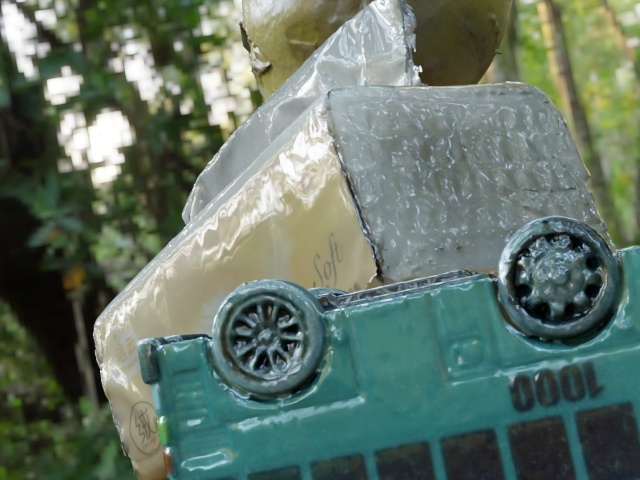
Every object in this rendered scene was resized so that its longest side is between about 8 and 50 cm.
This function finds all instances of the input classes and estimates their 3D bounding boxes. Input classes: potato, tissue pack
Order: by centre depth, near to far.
[{"bbox_3d":[0.000,0.000,1.134,0.238,0.238,0.305,-8,-23,-40],"label":"tissue pack"},{"bbox_3d":[0.052,-0.217,1.457,0.239,0.299,0.116,23,1,-3],"label":"potato"}]

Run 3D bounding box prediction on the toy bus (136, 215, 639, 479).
[{"bbox_3d":[0.069,0.073,0.710,0.256,0.147,0.128,-11,-5,13],"label":"toy bus"}]
